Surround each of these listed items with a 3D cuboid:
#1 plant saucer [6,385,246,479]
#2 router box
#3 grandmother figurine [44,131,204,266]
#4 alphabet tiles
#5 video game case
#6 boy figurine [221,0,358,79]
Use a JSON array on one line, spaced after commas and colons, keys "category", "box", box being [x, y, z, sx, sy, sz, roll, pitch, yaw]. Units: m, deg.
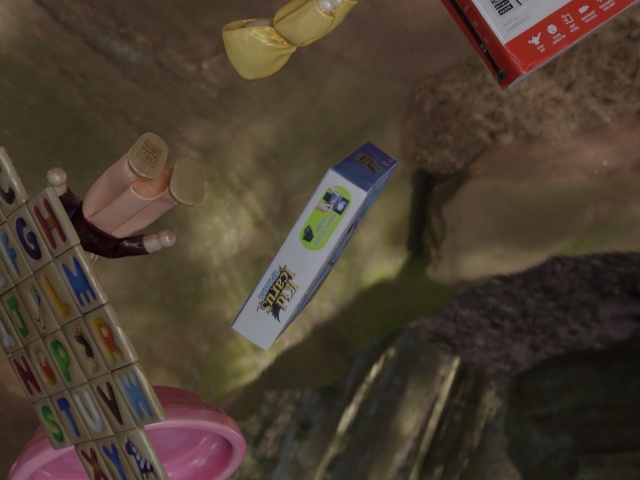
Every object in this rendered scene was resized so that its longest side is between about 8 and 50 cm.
[{"category": "plant saucer", "box": [-0.273, 0.297, 1.673, 0.332, 0.084, 0.332, -12, 149, -7]}, {"category": "router box", "box": [0.280, -0.397, 1.461, 0.301, 0.335, 0.082, 55, 169, 2]}, {"category": "grandmother figurine", "box": [-0.314, -0.035, 1.738, 0.208, 0.104, 0.342, 41, 137, -13]}, {"category": "alphabet tiles", "box": [-0.259, 0.088, 1.154, 0.285, 0.011, 0.342, -24, 93, 56]}, {"category": "video game case", "box": [0.000, 0.000, 1.579, 0.061, 0.269, 0.244, 34, 107, 4]}, {"category": "boy figurine", "box": [-0.005, -0.319, 1.576, 0.285, 0.177, 0.092, -32, 110, 19]}]
